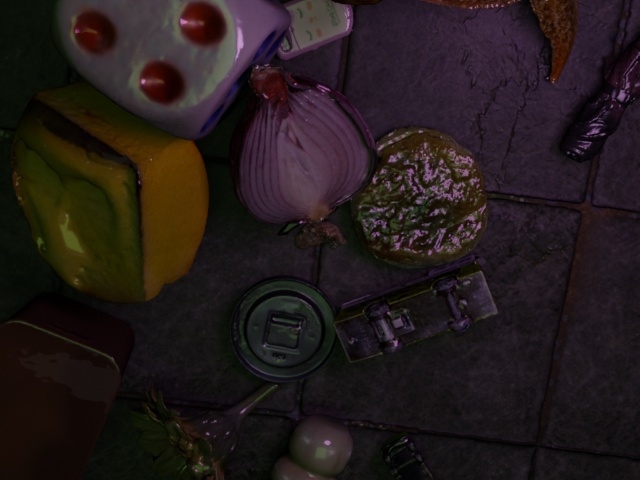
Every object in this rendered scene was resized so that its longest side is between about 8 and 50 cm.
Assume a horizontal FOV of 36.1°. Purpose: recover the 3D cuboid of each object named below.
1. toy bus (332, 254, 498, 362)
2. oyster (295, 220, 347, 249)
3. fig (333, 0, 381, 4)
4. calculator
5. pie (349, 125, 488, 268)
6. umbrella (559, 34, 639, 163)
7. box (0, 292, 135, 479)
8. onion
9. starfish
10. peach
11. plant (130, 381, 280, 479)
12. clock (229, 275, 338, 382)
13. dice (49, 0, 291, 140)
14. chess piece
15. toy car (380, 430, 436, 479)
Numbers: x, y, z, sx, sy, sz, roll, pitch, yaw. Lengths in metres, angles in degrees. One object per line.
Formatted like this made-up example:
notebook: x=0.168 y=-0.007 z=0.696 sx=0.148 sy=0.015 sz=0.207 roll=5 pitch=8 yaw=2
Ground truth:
toy bus: x=0.181 y=0.129 z=1.877 sx=0.301 sy=0.139 sz=0.113 roll=-20 pitch=102 yaw=12
oyster: x=0.000 y=0.000 z=1.891 sx=0.083 sy=0.038 sz=0.081 roll=-40 pitch=102 yaw=7
fig: x=0.067 y=-0.500 z=1.494 sx=0.286 sy=0.369 sz=0.286 roll=-1 pitch=106 yaw=-3
calculator: x=-0.026 y=-0.398 z=1.799 sx=0.175 sy=0.032 sz=0.100 roll=-22 pitch=102 yaw=5
pie: x=0.190 y=-0.076 z=1.855 sx=0.277 sy=0.078 sz=0.277 roll=-1 pitch=104 yaw=-3
umbrella: x=0.557 y=-0.284 z=1.804 sx=0.090 sy=0.094 sz=0.326 roll=30 pitch=102 yaw=-22
box: x=-0.513 y=0.295 z=1.856 sx=0.239 sy=0.229 sz=0.339 roll=23 pitch=102 yaw=-5
onion: x=-0.054 y=-0.203 z=1.748 sx=0.267 sy=0.159 sz=0.349 roll=-20 pitch=128 yaw=-5
starfish: x=0.391 y=-0.476 z=1.697 sx=0.384 sy=0.132 sz=0.398 roll=34 pitch=84 yaw=-43
peach: x=-0.378 y=-0.105 z=1.760 sx=0.306 sy=0.242 sz=0.380 roll=8 pitch=124 yaw=23
plant: x=-0.245 y=0.380 z=1.929 sx=0.261 sy=0.297 sz=0.306 roll=9 pitch=148 yaw=21
clock: x=-0.071 y=0.173 z=1.929 sx=0.215 sy=0.042 sz=0.215 roll=0 pitch=103 yaw=-1
dice: x=-0.246 y=-0.360 z=1.653 sx=0.304 sy=0.304 sz=0.277 roll=38 pitch=102 yaw=-2
chess piece: x=-0.046 y=0.499 z=1.947 sx=0.182 sy=0.182 sz=0.330 roll=24 pitch=96 yaw=-6
toy car: x=0.187 y=0.466 z=1.990 sx=0.071 sy=0.062 sz=0.165 roll=-30 pitch=102 yaw=7
